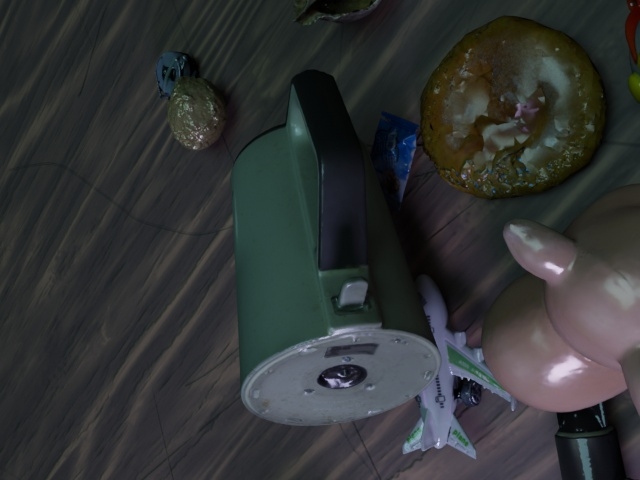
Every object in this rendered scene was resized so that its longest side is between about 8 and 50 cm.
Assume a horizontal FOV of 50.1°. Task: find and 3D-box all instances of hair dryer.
[{"bbox_3d":[0.382,0.267,0.782,0.248,0.078,0.195,-20,76,57],"label":"hair dryer"}]

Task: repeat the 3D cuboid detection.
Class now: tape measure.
[{"bbox_3d":[-0.287,-0.327,1.361,0.091,0.054,0.094,8,103,39],"label":"tape measure"}]

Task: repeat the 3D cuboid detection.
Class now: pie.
[{"bbox_3d":[0.251,-0.177,0.937,0.273,0.069,0.273,3,94,42],"label":"pie"}]

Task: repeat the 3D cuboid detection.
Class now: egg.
[{"bbox_3d":[-0.232,-0.238,1.279,0.118,0.116,0.140,2,91,9],"label":"egg"}]

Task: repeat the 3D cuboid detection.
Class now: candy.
[{"bbox_3d":[0.109,-0.124,1.058,0.088,0.038,0.136,33,121,44],"label":"candy"}]

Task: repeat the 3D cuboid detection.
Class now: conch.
[{"bbox_3d":[0.031,-0.403,1.063,0.155,0.207,0.130,10,139,32],"label":"conch"}]

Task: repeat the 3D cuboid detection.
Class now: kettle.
[{"bbox_3d":[0.000,0.000,0.909,0.361,0.250,0.376,93,169,-52],"label":"kettle"}]

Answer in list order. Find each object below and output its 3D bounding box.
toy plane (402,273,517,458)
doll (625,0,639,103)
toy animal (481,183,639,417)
[{"bbox_3d":[0.162,0.176,0.978,0.251,0.101,0.255,-9,80,37],"label":"toy plane"},{"bbox_3d":[0.421,-0.148,0.737,0.105,0.200,0.336,-23,69,4],"label":"doll"},{"bbox_3d":[0.310,0.078,0.760,0.326,0.269,0.237,-44,70,32],"label":"toy animal"}]
